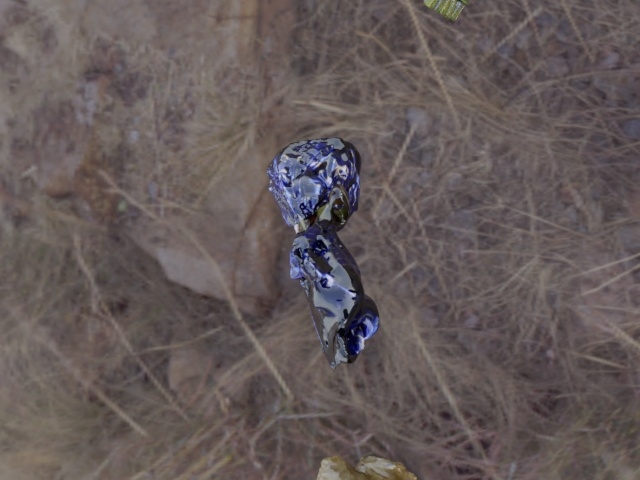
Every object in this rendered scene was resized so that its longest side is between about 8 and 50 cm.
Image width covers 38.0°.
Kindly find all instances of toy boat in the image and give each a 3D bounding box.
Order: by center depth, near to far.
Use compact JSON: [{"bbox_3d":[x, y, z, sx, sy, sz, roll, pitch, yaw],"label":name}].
[{"bbox_3d":[0.152,-0.272,0.917,0.016,0.063,0.115,49,113,25],"label":"toy boat"}]

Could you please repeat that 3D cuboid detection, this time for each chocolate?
[{"bbox_3d":[0.003,0.003,1.117,0.343,0.126,0.148,-96,23,-49],"label":"chocolate"}]

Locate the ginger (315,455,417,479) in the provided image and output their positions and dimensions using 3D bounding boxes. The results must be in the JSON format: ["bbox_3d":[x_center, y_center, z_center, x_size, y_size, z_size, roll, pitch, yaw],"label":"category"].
[{"bbox_3d":[0.089,0.376,1.141,0.123,0.270,0.218,130,148,-62],"label":"ginger"}]
